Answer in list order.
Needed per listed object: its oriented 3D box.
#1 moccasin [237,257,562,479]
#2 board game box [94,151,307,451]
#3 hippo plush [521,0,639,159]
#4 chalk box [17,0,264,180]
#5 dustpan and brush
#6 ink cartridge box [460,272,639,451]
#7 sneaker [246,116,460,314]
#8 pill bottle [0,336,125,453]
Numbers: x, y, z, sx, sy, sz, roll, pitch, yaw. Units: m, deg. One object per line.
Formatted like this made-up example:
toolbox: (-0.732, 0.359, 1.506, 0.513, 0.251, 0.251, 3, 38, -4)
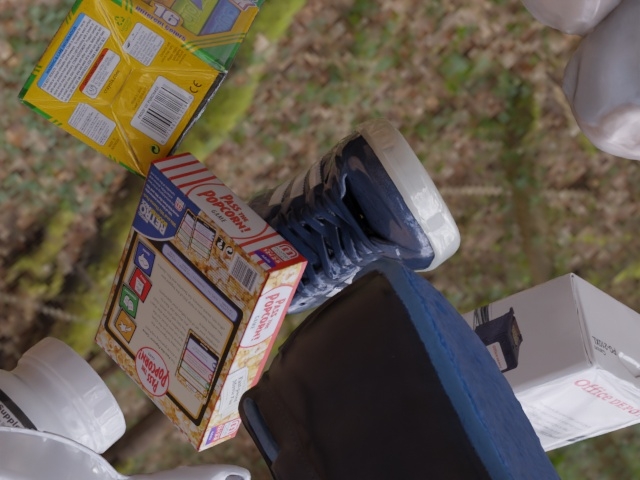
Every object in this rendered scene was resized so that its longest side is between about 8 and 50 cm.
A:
moccasin: (0.055, 0.156, 0.557, 0.117, 0.342, 0.138, -36, 126, 12)
board game box: (-0.102, 0.050, 1.215, 0.045, 0.147, 0.193, -18, 142, -44)
hippo plush: (0.273, -0.168, 0.800, 0.294, 0.234, 0.236, -41, -179, -20)
chalk box: (-0.141, -0.174, 1.280, 0.132, 0.132, 0.213, -53, -169, 29)
dustpan and brush: (-0.149, 0.161, 0.916, 0.060, 0.211, 0.147, -85, 173, -52)
ink cartridge box: (0.191, 0.135, 1.455, 0.237, 0.100, 0.172, -24, 148, 30)
sneaker: (0.000, 0.000, 1.236, 0.148, 0.131, 0.350, -30, 179, -13)
pill bottle: (-0.342, 0.230, 1.515, 0.278, 0.162, 0.162, -40, 165, -26)
